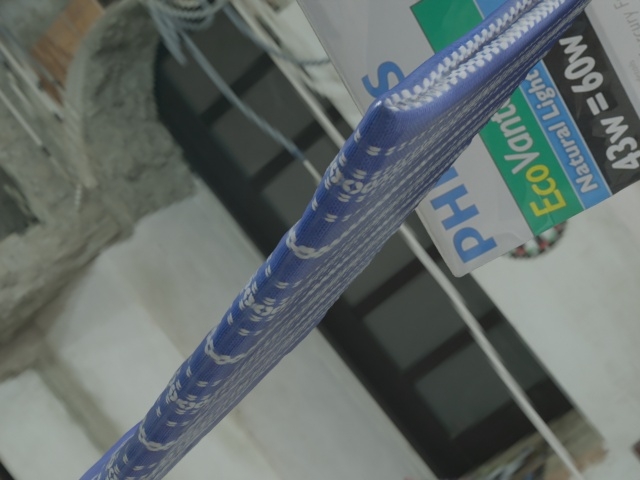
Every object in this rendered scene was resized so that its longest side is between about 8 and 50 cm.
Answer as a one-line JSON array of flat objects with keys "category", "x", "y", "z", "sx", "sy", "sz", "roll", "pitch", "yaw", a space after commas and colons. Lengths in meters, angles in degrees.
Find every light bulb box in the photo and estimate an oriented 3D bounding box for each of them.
[{"category": "light bulb box", "x": 0.114, "y": -0.209, "z": 1.007, "sx": 0.225, "sy": 0.358, "sz": 0.361, "roll": -29, "pitch": 12, "yaw": 8}]

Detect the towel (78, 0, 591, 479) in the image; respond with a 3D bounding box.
[{"category": "towel", "x": 0.000, "y": 0.000, "z": 0.588, "sx": 0.243, "sy": 0.040, "sz": 0.336, "roll": -43, "pitch": -7, "yaw": -48}]
